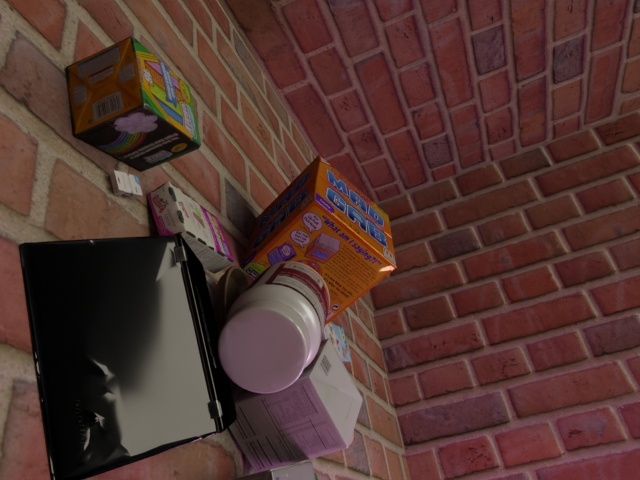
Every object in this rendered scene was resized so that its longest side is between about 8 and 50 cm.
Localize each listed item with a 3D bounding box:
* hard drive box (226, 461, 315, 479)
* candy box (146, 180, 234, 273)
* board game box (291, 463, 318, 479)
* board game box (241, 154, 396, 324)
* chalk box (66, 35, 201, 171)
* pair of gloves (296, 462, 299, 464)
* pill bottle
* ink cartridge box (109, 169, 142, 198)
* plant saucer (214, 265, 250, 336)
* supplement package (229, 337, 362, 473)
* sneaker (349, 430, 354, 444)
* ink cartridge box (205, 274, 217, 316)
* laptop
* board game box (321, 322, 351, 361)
[{"bbox_3d":[-0.130,0.547,1.091,0.232,0.181,0.089,41,32,-63],"label":"hard drive box"},{"bbox_3d":[-0.325,-0.027,1.288,0.159,0.071,0.233,63,8,29],"label":"candy box"},{"bbox_3d":[-0.065,0.660,1.363,0.259,0.030,0.136,48,5,-41],"label":"board game box"},{"bbox_3d":[0.000,0.000,1.751,0.356,0.356,0.356,39,25,-19],"label":"board game box"},{"bbox_3d":[-0.404,-0.291,1.174,0.289,0.180,0.179,35,38,-70],"label":"chalk box"},{"bbox_3d":[-0.111,0.538,1.470,0.240,0.042,0.204,53,25,-38],"label":"pair of gloves"},{"bbox_3d":[-0.100,0.195,1.224,0.392,0.224,0.224,-58,127,-79],"label":"pill bottle"},{"bbox_3d":[-0.437,-0.123,1.127,0.083,0.028,0.048,13,58,-75],"label":"ink cartridge box"},{"bbox_3d":[-0.219,0.204,1.327,0.278,0.041,0.278,-9,90,-83],"label":"plant saucer"},{"bbox_3d":[-0.067,0.411,1.272,0.198,0.263,0.199,62,20,-8],"label":"supplement package"},{"bbox_3d":[0.066,0.618,1.929,0.121,0.108,0.302,61,17,-51],"label":"sneaker"},{"bbox_3d":[-0.317,0.113,1.233,0.181,0.056,0.224,-56,127,-74],"label":"ink cartridge box"},{"bbox_3d":[-0.335,0.204,0.981,0.408,0.236,0.382,103,-28,-75],"label":"laptop"},{"bbox_3d":[-0.002,0.397,1.891,0.275,0.142,0.144,39,34,-65],"label":"board game box"}]
